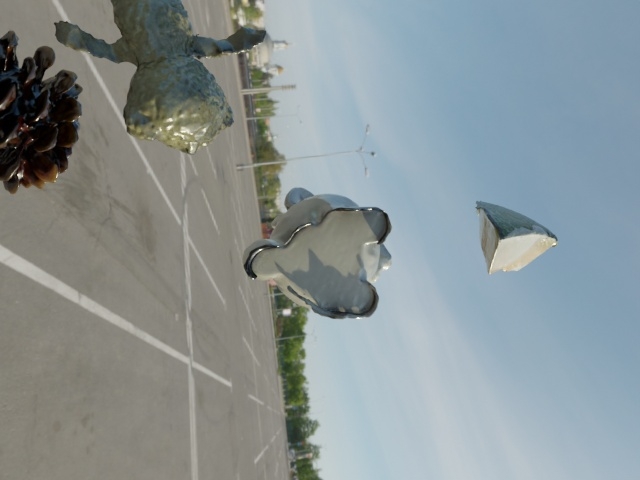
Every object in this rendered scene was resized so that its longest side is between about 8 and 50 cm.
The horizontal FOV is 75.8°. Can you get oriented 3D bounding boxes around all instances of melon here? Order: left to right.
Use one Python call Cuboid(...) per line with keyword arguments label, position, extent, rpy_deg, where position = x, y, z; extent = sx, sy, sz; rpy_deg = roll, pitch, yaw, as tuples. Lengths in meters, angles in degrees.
Cuboid(label="melon", position=(0.322, -0.005, 0.691), extent=(0.202, 0.139, 0.094), rpy_deg=(-61, 159, -66))

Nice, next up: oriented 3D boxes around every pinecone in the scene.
Cuboid(label="pinecone", position=(-0.497, -0.209, 0.586), extent=(0.292, 0.246, 0.247), rpy_deg=(47, 30, -62))

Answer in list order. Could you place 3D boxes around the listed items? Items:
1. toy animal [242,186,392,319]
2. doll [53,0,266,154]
Cuboid(label="toy animal", position=(0.000, 0.000, 0.757), extent=(0.357, 0.257, 0.194), rpy_deg=(-119, -133, -76))
Cuboid(label="doll", position=(-0.188, -0.239, 0.439), extent=(0.091, 0.203, 0.286), rpy_deg=(-12, -59, 48))
